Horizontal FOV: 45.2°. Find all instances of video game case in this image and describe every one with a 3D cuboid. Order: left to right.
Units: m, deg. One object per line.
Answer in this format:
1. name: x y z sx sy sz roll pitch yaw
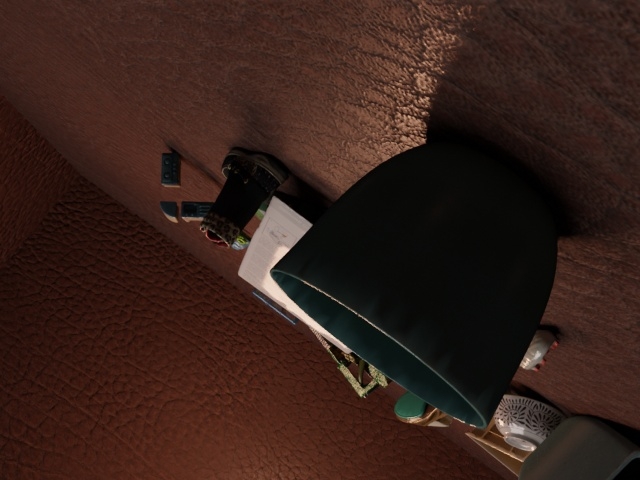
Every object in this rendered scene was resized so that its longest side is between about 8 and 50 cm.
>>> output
1. video game case: -0.110 0.165 2.389 0.166 0.119 0.015 37 164 -1

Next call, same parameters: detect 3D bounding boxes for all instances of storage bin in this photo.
1. storage bin: 0.545 0.531 1.887 0.262 0.123 0.260 41 168 -18

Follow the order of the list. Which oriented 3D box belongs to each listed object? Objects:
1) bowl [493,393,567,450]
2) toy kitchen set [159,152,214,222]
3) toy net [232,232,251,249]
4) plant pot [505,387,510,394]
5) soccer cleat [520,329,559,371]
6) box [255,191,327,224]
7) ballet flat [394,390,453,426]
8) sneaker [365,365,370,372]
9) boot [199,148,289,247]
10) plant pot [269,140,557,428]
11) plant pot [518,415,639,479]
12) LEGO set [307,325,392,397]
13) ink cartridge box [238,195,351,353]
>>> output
1. bowl: 0.447 0.409 1.679 0.170 0.080 0.170 19 154 10
2. toy kitchen set: -0.291 -0.136 1.901 0.207 0.166 0.122 1 170 -5
3. toy net: -0.173 0.046 2.322 0.232 0.045 0.122 38 154 -16
4. plant pot: 0.375 0.367 1.810 0.109 0.096 0.109 32 167 25
5. soccer cleat: 0.330 0.172 1.260 0.076 0.068 0.196 39 172 8
6. box: 0.000 0.000 1.586 0.322 0.058 0.232 20 160 51
7. ballet flat: 0.324 0.432 2.028 0.124 0.116 0.342 30 145 -10
8. sneaker: 0.183 0.325 2.107 0.341 0.139 0.125 40 165 -24
9. boot: -0.172 -0.081 1.458 0.085 0.178 0.236 43 166 -26
10. plant pot: 0.128 0.031 0.875 0.293 0.235 0.293 36 169 8
11. plant pot: 0.535 0.487 1.496 0.248 0.247 0.252 41 -174 -19
12. LEGO set: 0.120 0.206 1.852 0.331 0.192 0.255 47 154 21
13. ink cartridge box: 0.006 0.060 1.547 0.308 0.091 0.385 36 151 2
